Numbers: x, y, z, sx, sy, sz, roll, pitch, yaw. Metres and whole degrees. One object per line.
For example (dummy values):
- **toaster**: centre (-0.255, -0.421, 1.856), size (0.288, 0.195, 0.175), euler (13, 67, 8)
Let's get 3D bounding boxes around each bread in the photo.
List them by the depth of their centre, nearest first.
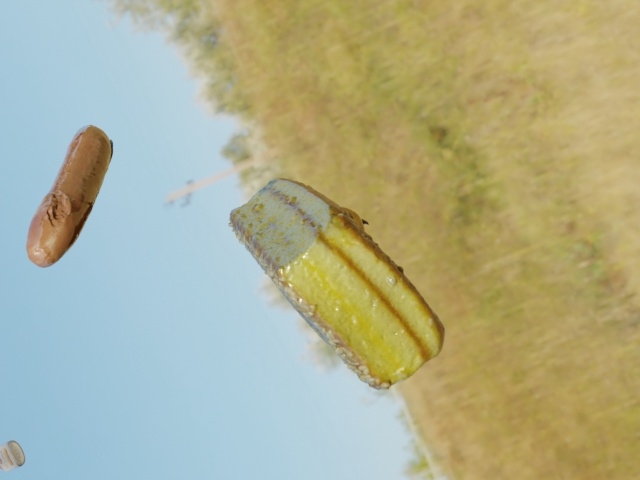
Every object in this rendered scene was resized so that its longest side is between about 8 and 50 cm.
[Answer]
- **bread**: centre (0.017, 0.035, 1.236), size (0.184, 0.110, 0.234), euler (50, 177, -22)

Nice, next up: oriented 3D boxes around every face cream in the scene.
- **face cream**: centre (-0.442, 0.306, 1.740), size (0.021, 0.083, 0.040), euler (-25, -93, -38)

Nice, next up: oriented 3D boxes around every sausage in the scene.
- **sausage**: centre (-0.202, -0.043, 1.010), size (0.186, 0.043, 0.043), euler (-84, -29, -57)

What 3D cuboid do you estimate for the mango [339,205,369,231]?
- **mango**: centre (0.000, 0.000, 1.908), size (0.066, 0.187, 0.101), euler (20, 118, 51)
